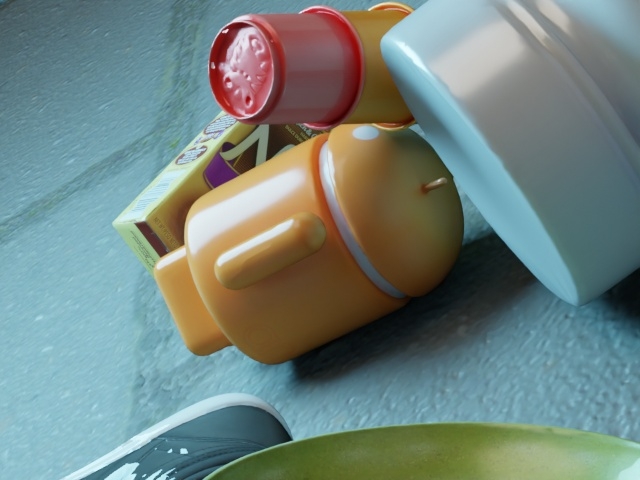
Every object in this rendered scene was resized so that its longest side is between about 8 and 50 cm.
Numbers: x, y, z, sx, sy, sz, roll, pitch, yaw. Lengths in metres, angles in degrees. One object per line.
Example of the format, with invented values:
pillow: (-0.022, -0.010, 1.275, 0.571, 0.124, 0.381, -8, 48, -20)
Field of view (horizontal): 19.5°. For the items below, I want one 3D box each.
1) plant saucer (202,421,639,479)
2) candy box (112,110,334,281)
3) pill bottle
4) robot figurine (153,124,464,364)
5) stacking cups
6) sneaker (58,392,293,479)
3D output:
plant saucer: (0.060, 0.132, 0.852, 0.241, 0.037, 0.241, -3, 9, 0)
candy box: (-0.054, -0.034, 1.384, 0.053, 0.109, 0.186, -5, 37, 52)
pill bottle: (0.243, -0.153, 1.039, 0.392, 0.224, 0.224, -37, 22, -3)
robot figurine: (0.001, -0.001, 1.214, 0.219, 0.158, 0.128, -26, 48, 23)
stacking cups: (0.068, -0.116, 1.162, 0.096, 0.096, 0.316, -13, -7, 44)
sneaker: (-0.128, 0.196, 1.026, 0.296, 0.104, 0.147, -34, 16, -7)
